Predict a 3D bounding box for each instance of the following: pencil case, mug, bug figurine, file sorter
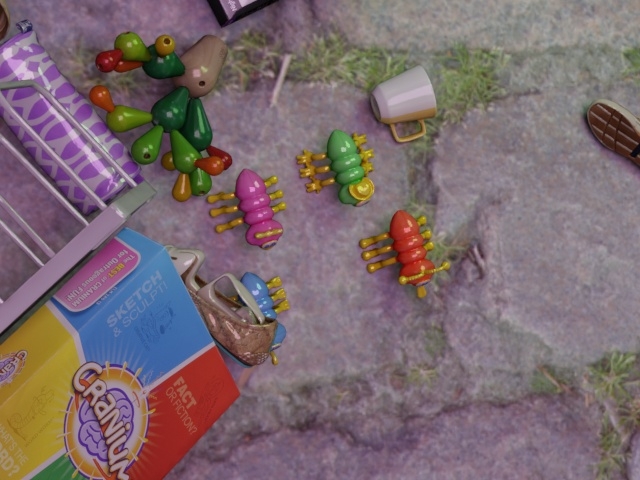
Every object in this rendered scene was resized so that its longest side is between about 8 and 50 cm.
[{"bbox_3d":[-0.275,-0.124,1.310,0.086,0.088,0.206,-32,99,22],"label":"pencil case"},{"bbox_3d":[0.095,-0.155,1.435,0.064,0.062,0.078,-19,87,-9],"label":"mug"},{"bbox_3d":[0.000,0.000,1.392,0.279,0.072,0.216,-23,95,-16],"label":"bug figurine"},{"bbox_3d":[-0.325,-0.004,1.190,0.277,0.193,0.173,-41,97,6],"label":"file sorter"}]

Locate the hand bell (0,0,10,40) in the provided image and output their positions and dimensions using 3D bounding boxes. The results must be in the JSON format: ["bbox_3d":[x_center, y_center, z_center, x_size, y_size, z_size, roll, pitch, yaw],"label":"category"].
[{"bbox_3d":[-0.332,-0.333,1.282,0.126,0.126,0.242,26,60,-15],"label":"hand bell"}]

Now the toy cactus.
[{"bbox_3d":[-0.146,-0.153,1.325,0.219,0.112,0.180,55,47,-33],"label":"toy cactus"}]

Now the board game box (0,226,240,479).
[{"bbox_3d":[-0.237,0.178,1.221,0.316,0.064,0.242,-47,139,-24],"label":"board game box"}]

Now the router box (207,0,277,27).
[{"bbox_3d":[-0.090,-0.347,1.389,0.133,0.046,0.179,-29,96,-16],"label":"router box"}]

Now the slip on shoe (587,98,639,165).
[{"bbox_3d":[0.384,-0.130,1.534,0.135,0.051,0.041,34,39,-5],"label":"slip on shoe"}]

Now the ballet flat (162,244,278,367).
[{"bbox_3d":[-0.129,0.050,1.332,0.206,0.073,0.067,37,104,1],"label":"ballet flat"}]
